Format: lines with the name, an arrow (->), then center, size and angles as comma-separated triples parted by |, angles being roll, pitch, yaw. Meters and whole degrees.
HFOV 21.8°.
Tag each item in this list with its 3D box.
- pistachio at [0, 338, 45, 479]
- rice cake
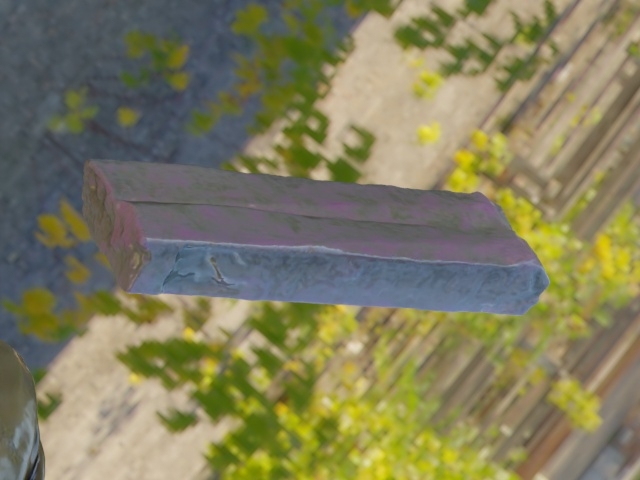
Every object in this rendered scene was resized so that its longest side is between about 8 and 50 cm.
pistachio -> -0.150, 0.087, 0.534 | 0.149, 0.113, 0.113 | -48, 162, -41
rice cake -> -0.001, 0.001, 1.066 | 0.298, 0.106, 0.050 | 4, 119, -24
